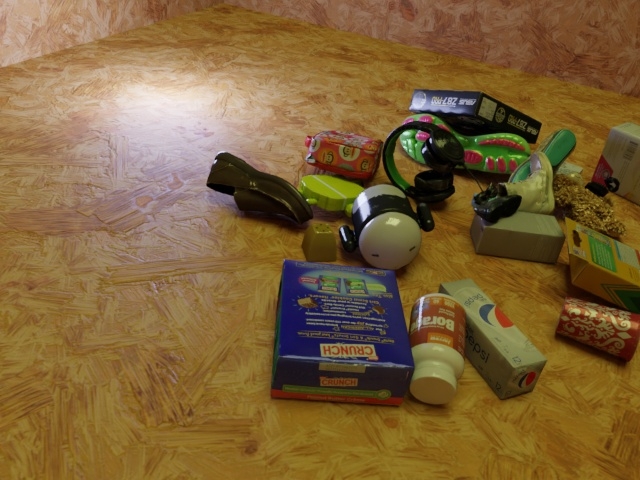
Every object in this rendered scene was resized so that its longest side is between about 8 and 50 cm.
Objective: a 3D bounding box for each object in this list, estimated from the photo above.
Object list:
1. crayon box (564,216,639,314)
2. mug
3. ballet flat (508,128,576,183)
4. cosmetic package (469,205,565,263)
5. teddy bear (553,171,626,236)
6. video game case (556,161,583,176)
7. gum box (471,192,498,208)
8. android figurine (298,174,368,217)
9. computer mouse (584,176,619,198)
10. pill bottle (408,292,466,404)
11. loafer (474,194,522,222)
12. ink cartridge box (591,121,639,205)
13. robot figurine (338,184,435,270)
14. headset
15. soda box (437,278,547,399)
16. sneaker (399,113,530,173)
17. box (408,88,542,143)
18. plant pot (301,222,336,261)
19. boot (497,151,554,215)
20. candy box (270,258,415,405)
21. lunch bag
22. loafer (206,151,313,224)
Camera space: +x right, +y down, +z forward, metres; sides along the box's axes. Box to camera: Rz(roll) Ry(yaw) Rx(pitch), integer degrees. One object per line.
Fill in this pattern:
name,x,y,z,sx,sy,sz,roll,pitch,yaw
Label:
crayon box,0.781,0.080,1.562,0.322,0.083,0.203,26,35,3
mug,0.654,0.210,1.398,0.169,0.150,0.113,17,70,21
ballet flat,0.726,-0.237,1.969,0.123,0.123,0.348,32,68,32
cosmetic package,0.564,-0.018,1.701,0.237,0.107,0.127,6,33,2
teddy bear,0.857,-0.123,1.916,0.244,0.113,0.338,12,33,2
video game case,0.903,-0.270,2.231,0.143,0.019,0.157,27,37,26
gum box,0.581,-0.083,1.856,0.156,0.041,0.184,4,34,-8
android figurine,0.048,-0.143,1.794,0.272,0.056,0.248,-11,35,-40
computer mouse,0.951,-0.185,1.975,0.071,0.041,0.242,42,1,7
pill bottle,0.241,0.225,1.229,0.121,0.121,0.216,12,42,5
loafer,0.508,-0.101,1.672,0.170,0.062,0.061,-17,33,-36
ink cartridge box,1.150,-0.251,2.068,0.131,0.226,0.306,-20,43,-34
robot figurine,0.175,-0.039,1.587,0.173,0.209,0.278,29,26,-22
headset,0.356,-0.213,1.819,0.394,0.244,0.185,26,37,25
soda box,0.367,0.209,1.315,0.091,0.098,0.286,-7,35,-22
sneaker,0.514,-0.334,2.146,0.482,0.185,0.202,20,8,21
box,0.576,-0.463,2.187,0.394,0.097,0.318,10,9,-40
plant pot,0.000,0.000,1.564,0.081,0.083,0.082,-2,35,-15
boot,0.634,-0.180,1.837,0.164,0.077,0.213,2,74,-8
candy box,0.038,0.187,1.255,0.268,0.122,0.317,6,32,-5
lunch bag,0.069,-0.298,1.952,0.258,0.120,0.293,15,18,9
loafer,-0.182,-0.126,1.709,0.365,0.134,0.130,28,75,25
